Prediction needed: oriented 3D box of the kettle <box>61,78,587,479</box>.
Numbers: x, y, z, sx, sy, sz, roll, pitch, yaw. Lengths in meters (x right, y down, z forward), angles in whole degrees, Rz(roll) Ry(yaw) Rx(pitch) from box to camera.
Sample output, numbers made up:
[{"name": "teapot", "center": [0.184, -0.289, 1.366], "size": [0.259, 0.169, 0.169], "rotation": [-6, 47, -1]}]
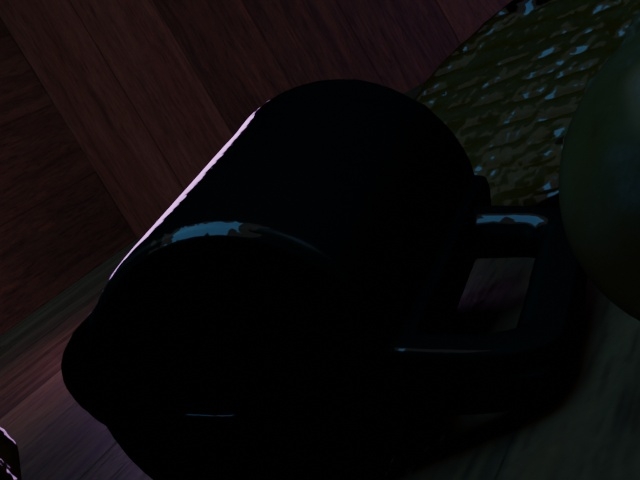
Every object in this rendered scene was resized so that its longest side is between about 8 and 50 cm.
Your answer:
[{"name": "kettle", "center": [0.016, 0.038, 0.755], "size": [0.308, 0.262, 0.203], "rotation": [-59, -6, -67]}]

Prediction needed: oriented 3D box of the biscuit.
[{"name": "biscuit", "center": [0.197, -0.126, 1.044], "size": [0.318, 0.040, 0.318], "rotation": [-32, 32, 23]}]

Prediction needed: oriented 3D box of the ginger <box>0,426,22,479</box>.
[{"name": "ginger", "center": [-0.345, 0.250, 0.916], "size": [0.309, 0.107, 0.133], "rotation": [-37, -13, -35]}]

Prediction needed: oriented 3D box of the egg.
[{"name": "egg", "center": [0.199, -0.038, 0.509], "size": [0.201, 0.164, 0.164], "rotation": [-31, 8, -17]}]
